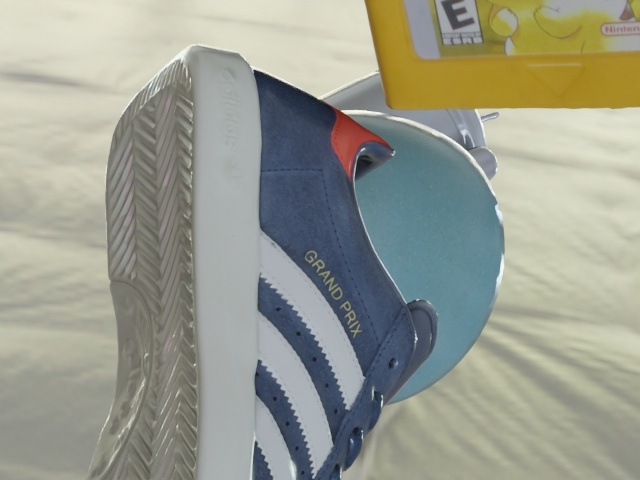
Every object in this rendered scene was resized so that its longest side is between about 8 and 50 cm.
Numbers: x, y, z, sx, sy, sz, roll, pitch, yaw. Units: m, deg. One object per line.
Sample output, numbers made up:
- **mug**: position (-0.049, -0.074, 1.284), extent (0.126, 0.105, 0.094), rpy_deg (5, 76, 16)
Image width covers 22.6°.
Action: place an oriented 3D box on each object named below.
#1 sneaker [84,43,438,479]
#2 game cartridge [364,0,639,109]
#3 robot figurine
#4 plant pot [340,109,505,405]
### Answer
- **sneaker**: position (-0.019, 0.084, 0.720), extent (0.148, 0.350, 0.131), rpy_deg (16, 156, -30)
- **game cartridge**: position (0.140, -0.239, 1.044), extent (0.285, 0.324, 0.053), rpy_deg (2, -148, 30)
- **robot figurine**: position (0.059, -0.088, 1.887), extent (0.300, 0.200, 0.353), rpy_deg (13, -149, 41)
- **plant pot**: position (0.000, 0.000, 1.501), extent (0.290, 0.290, 0.195), rpy_deg (23, 180, 34)
